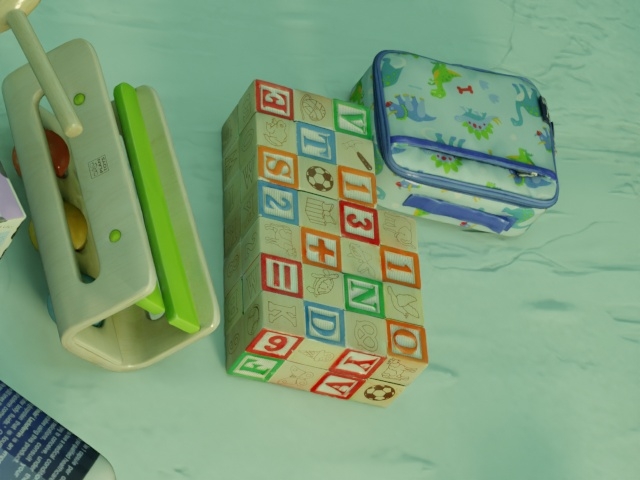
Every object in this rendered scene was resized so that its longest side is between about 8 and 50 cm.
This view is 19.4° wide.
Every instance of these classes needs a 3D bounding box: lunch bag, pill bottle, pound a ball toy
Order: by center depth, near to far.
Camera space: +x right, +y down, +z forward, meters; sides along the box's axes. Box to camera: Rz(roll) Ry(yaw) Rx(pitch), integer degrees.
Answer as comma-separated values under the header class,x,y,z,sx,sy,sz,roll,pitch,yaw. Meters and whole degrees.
class,x,y,z,sx,sy,sz,roll,pitch,yaw
pill bottle,-0.255,0.200,1.463,0.264,0.153,0.153,36,47,-2
pound a ball toy,-0.227,-0.060,1.661,0.208,0.135,0.319,35,32,-57
lunch bag,0.143,-0.100,1.969,0.219,0.090,0.176,13,54,-21

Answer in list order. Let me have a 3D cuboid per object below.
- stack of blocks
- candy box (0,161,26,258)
class,x,y,z,sx,sy,sz,roll,pitch,yaw
stack of blocks,0.000,0.000,1.807,0.171,0.087,0.297,13,52,-22
candy box,-0.334,-0.029,1.555,0.070,0.196,0.165,-11,64,-36
